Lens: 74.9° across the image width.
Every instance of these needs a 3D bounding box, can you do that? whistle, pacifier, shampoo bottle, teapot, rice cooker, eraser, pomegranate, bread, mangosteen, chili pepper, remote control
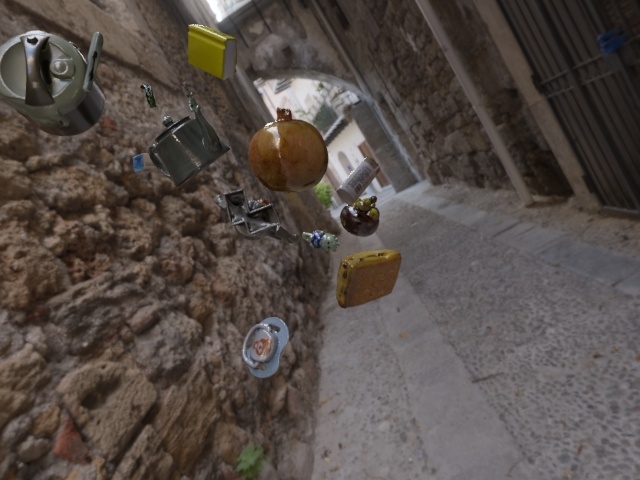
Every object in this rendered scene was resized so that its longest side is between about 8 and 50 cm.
[{"bbox_3d":[0.000,0.000,2.208,0.245,0.110,0.092,14,30,33],"label":"whistle"},{"bbox_3d":[-0.234,0.501,1.960,0.228,0.207,0.278,13,77,38],"label":"pacifier"},{"bbox_3d":[0.152,-0.238,1.643,0.056,0.086,0.227,-24,23,54],"label":"shampoo bottle"},{"bbox_3d":[-0.332,-0.227,1.001,0.239,0.149,0.162,-22,23,40],"label":"teapot"},{"bbox_3d":[-1.023,-0.582,1.583,0.335,0.335,0.325,-32,2,-14],"label":"rice cooker"},{"bbox_3d":[-0.433,-0.755,1.668,0.069,0.226,0.157,-31,-35,-48],"label":"eraser"},{"bbox_3d":[-0.102,-0.286,1.333,0.252,0.270,0.229,-5,13,-15],"label":"pomegranate"},{"bbox_3d":[0.162,0.123,1.464,0.235,0.210,0.099,-11,38,-26],"label":"bread"},{"bbox_3d":[0.199,-0.124,1.970,0.217,0.192,0.192,-61,-7,23],"label":"mangosteen"},{"bbox_3d":[-0.716,-0.609,1.736,0.055,0.117,0.035,-35,-7,34],"label":"chili pepper"},{"bbox_3d":[-0.652,-0.506,1.191,0.029,0.166,0.065,14,3,-38],"label":"remote control"}]

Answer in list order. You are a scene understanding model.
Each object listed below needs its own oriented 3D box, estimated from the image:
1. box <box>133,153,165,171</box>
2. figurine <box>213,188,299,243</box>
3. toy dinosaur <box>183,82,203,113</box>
[{"bbox_3d":[-0.771,-0.371,1.993,0.194,0.073,0.139,-9,7,-41],"label":"box"},{"bbox_3d":[-0.247,-0.084,1.560,0.167,0.342,0.285,-42,-5,-5],"label":"figurine"},{"bbox_3d":[-0.526,-0.561,1.725,0.044,0.106,0.187,-32,-12,-4],"label":"toy dinosaur"}]
